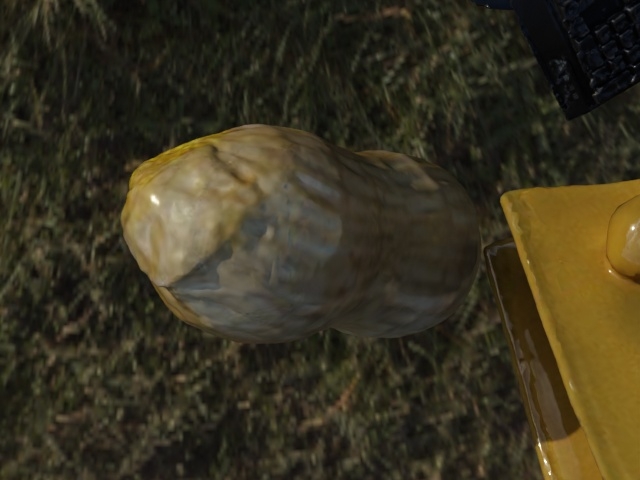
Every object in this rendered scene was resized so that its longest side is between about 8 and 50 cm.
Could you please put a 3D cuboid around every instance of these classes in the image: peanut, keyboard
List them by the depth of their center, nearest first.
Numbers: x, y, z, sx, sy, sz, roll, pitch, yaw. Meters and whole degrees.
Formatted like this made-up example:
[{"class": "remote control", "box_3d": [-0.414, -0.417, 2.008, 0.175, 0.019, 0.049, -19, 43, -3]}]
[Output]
[{"class": "keyboard", "box_3d": [0.095, -0.138, 0.629, 0.074, 0.015, 0.196, -34, 122, -3]}, {"class": "peanut", "box_3d": [0.000, 0.000, 0.644, 0.087, 0.087, 0.206, -50, 153, 20]}]

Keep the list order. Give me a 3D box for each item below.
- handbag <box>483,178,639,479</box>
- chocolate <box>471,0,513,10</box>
[{"class": "handbag", "box_3d": [0.285, 0.048, 0.615, 0.401, 0.283, 0.133, -14, 148, -1]}, {"class": "chocolate", "box_3d": [0.139, -0.212, 1.168, 0.070, 0.147, 0.072, -37, 97, 16]}]
